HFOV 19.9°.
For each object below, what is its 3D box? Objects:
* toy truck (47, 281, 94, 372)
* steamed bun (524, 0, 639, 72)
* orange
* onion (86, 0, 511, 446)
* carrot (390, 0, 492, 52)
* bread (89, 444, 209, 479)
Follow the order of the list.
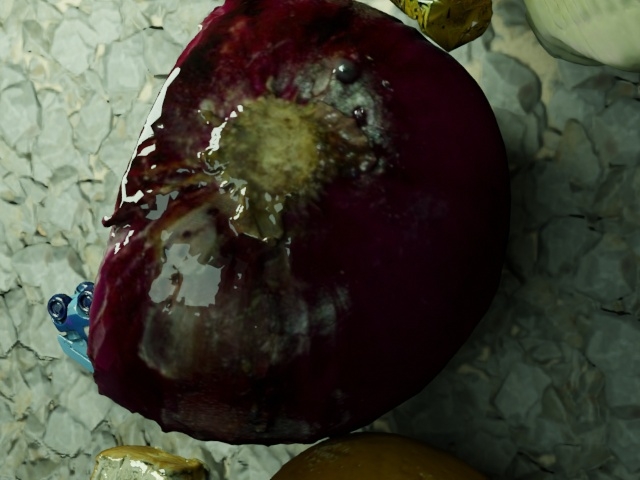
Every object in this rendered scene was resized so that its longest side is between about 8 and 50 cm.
[{"bbox_3d":[-0.183,0.079,1.529,0.073,0.056,0.090,-14,97,33],"label":"toy truck"},{"bbox_3d":[0.217,-0.294,1.178,0.247,0.352,0.339,-29,100,-14],"label":"steamed bun"},{"bbox_3d":[0.049,0.239,1.312,0.219,0.193,0.219,14,134,15],"label":"orange"},{"bbox_3d":[0.000,0.000,1.300,0.260,0.282,0.337,19,64,5],"label":"onion"},{"bbox_3d":[0.061,-0.202,1.322,0.069,0.069,0.229,-59,32,17],"label":"carrot"},{"bbox_3d":[-0.142,0.211,1.495,0.083,0.070,0.077,14,97,31],"label":"bread"}]
